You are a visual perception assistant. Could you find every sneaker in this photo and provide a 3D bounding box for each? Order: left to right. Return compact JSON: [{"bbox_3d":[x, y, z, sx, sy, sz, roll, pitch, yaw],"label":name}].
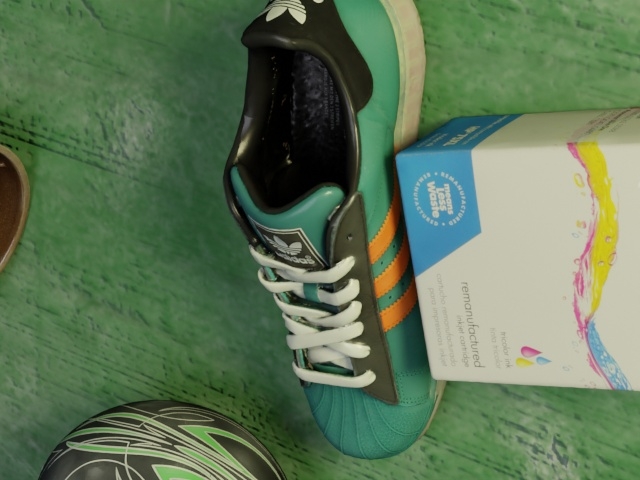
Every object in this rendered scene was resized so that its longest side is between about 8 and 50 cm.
[{"bbox_3d":[0.000,0.000,0.849,0.108,0.121,0.302,5,112,32],"label":"sneaker"}]

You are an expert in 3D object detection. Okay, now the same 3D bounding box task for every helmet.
[{"bbox_3d":[-0.100,0.183,0.964,0.169,0.169,0.161,-8,120,35],"label":"helmet"}]

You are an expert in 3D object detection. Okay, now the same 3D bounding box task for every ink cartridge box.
[{"bbox_3d":[0.165,0.003,0.771,0.231,0.078,0.134,-1,108,33],"label":"ink cartridge box"}]

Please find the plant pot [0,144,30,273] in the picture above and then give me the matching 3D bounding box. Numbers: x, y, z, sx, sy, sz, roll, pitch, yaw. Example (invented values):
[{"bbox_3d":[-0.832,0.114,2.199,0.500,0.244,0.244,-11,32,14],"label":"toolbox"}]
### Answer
[{"bbox_3d":[-0.317,-0.038,1.025,0.165,0.167,0.167,36,125,26],"label":"plant pot"}]
